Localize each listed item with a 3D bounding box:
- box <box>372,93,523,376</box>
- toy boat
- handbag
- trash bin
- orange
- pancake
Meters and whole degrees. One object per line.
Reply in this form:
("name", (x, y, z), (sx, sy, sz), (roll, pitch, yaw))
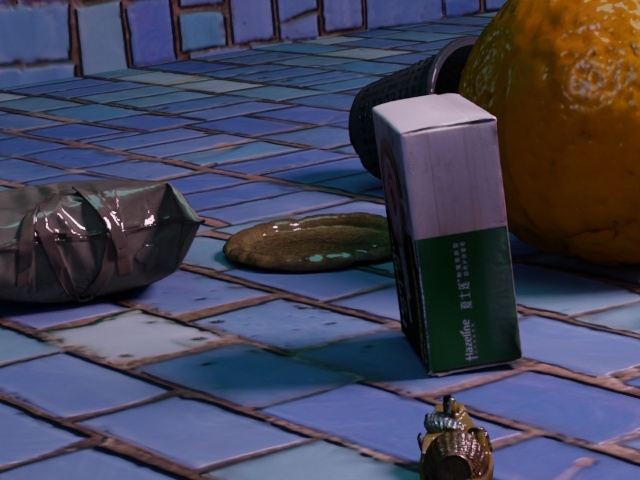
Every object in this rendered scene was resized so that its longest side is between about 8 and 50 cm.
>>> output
("box", (0.099, -0.008, 1.540), (0.081, 0.199, 0.135), (-7, 12, -6))
("toy boat", (0.085, 0.135, 1.240), (0.047, 0.049, 0.149), (-4, 12, 4))
("handbag", (-0.234, 0.000, 1.824), (0.270, 0.117, 0.182), (-8, -1, -16))
("trash bin", (0.127, -0.133, 2.247), (0.161, 0.175, 0.175), (-10, 5, 46))
("orange", (0.295, -0.130, 1.814), (0.341, 0.293, 0.340), (-3, 12, 1))
("pancake", (0.000, 0.002, 1.956), (0.199, 0.021, 0.199), (-5, 13, 1))
